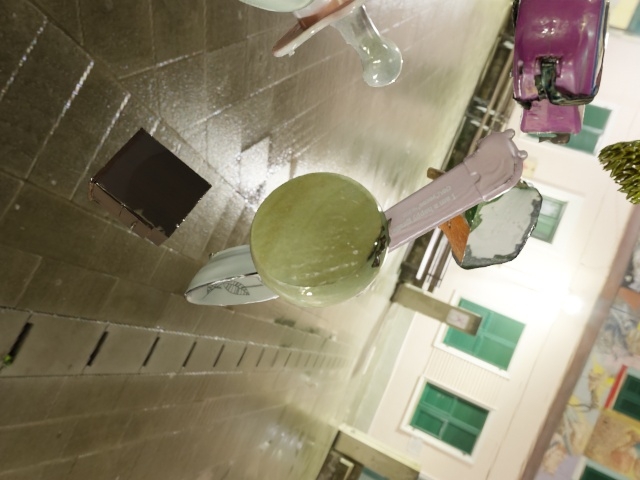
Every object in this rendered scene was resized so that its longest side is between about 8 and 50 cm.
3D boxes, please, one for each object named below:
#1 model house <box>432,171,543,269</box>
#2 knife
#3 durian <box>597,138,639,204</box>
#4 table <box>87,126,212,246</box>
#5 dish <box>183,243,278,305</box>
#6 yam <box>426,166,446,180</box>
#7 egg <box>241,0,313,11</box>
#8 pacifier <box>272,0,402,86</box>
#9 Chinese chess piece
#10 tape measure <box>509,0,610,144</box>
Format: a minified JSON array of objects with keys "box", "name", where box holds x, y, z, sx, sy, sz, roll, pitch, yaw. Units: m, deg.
[{"box":[0.429,-0.113,1.364,0.301,0.190,0.271,-115,-163,-44],"name":"model house"},{"box":[0.159,-0.039,0.817,0.398,0.132,0.038,-34,163,34],"name":"knife"},{"box":[0.849,-0.208,1.261,0.394,0.163,0.198,1,140,-44],"name":"durian"},{"box":[-0.386,-0.106,1.101,0.172,0.193,0.169,-56,-163,-21],"name":"table"},{"box":[-0.185,0.077,1.224,0.316,0.316,0.106,49,29,-71],"name":"dish"},{"box":[0.294,-0.143,1.149,0.145,0.032,0.032,47,-56,59],"name":"yam"},{"box":[-0.104,-0.465,0.751,0.264,0.183,0.183,29,81,-32],"name":"egg"},{"box":[0.051,-0.430,0.928,0.220,0.332,0.273,-14,89,-49],"name":"pacifier"},{"box":[0.000,0.000,0.800,0.238,0.237,0.092,-61,157,-21],"name":"Chinese chess piece"},{"box":[0.387,-0.313,0.811,0.231,0.149,0.245,34,68,-58],"name":"tape measure"}]
